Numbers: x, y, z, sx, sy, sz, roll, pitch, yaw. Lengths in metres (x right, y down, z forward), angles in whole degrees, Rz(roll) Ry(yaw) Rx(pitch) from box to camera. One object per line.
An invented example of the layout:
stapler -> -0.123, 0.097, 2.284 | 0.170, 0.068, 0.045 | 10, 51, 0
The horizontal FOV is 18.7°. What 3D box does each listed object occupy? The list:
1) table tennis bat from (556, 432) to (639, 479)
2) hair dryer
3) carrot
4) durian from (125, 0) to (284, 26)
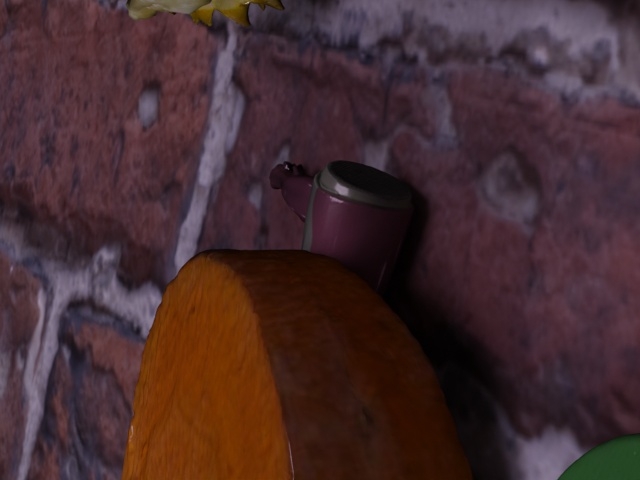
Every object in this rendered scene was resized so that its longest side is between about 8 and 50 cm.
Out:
table tennis bat -> 0.109, 0.196, 0.802 | 0.257, 0.039, 0.160 | -62, 34, 20
hair dryer -> 0.001, -0.007, 1.060 | 0.154, 0.054, 0.106 | -116, 38, -61
carrot -> -0.024, 0.148, 0.966 | 0.258, 0.100, 0.307 | -41, 51, 51
durian -> -0.059, -0.230, 1.101 | 0.306, 0.166, 0.172 | 118, 150, -48
